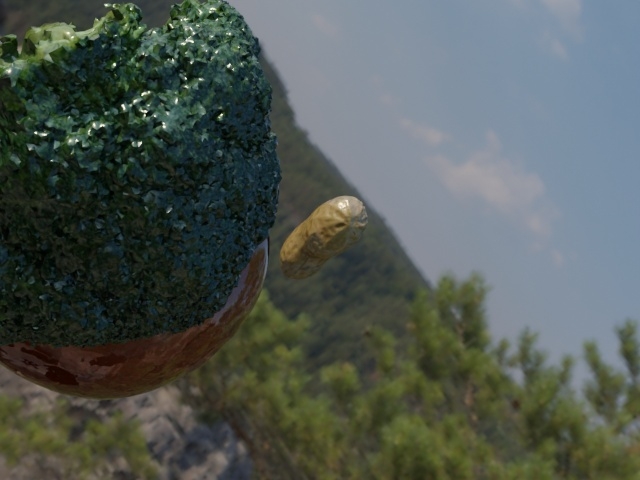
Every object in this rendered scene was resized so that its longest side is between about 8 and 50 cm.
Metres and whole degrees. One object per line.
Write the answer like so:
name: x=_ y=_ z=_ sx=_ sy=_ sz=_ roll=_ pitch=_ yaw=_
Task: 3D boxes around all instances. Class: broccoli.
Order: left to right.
broccoli: x=-0.157 y=-0.048 z=0.756 sx=0.245 sy=0.294 sz=0.265 roll=30 pitch=-16 yaw=33

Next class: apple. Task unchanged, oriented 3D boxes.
apple: x=-0.229 y=0.006 z=1.245 sx=0.348 sy=0.348 sz=0.277 roll=55 pitch=1 yaw=6

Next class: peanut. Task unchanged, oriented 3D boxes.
peanut: x=0.000 y=0.000 z=1.622 sx=0.080 sy=0.174 sz=0.080 roll=26 pitch=42 yaw=-27
